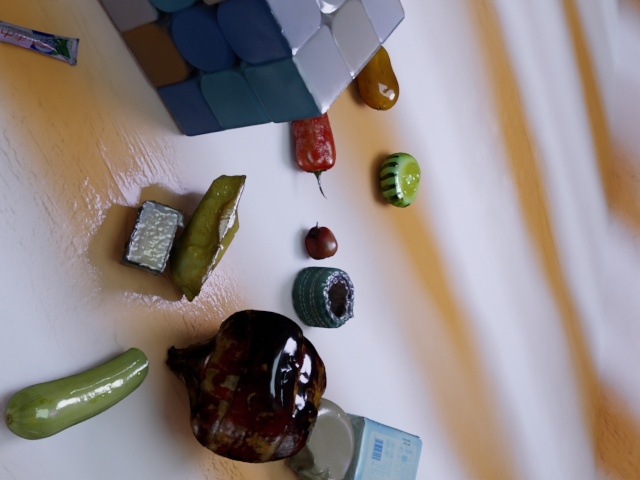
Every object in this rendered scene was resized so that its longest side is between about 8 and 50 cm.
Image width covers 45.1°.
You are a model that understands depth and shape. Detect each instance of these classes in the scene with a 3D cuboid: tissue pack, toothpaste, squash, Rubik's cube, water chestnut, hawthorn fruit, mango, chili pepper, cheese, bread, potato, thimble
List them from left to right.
[{"bbox_3d":[-0.444,-0.308,1.183,0.170,0.028,0.045,4,92,-54],"label":"toothpaste"},{"bbox_3d":[-0.377,0.241,1.208,0.250,0.083,0.083,-19,103,-51],"label":"squash"},{"bbox_3d":[-0.289,-0.004,1.319,0.086,0.061,0.122,23,68,-21],"label":"potato"},{"bbox_3d":[-0.203,-0.011,1.381,0.088,0.161,0.233,30,67,-15],"label":"bread"},{"bbox_3d":[-0.126,0.257,1.388,0.289,0.244,0.289,14,73,-56],"label":"water chestnut"},{"bbox_3d":[-0.115,-0.424,1.338,0.347,0.344,0.346,-52,126,-36],"label":"Rubik's cube"},{"bbox_3d":[-0.011,0.418,1.633,0.175,0.091,0.202,-54,126,-36],"label":"cheese"},{"bbox_3d":[-0.008,-0.181,1.657,0.084,0.086,0.192,0,78,-78],"label":"chili pepper"},{"bbox_3d":[0.001,0.006,1.677,0.077,0.077,0.077,2,87,-50],"label":"hawthorn fruit"},{"bbox_3d":[0.009,0.123,1.665,0.118,0.090,0.135,-26,111,-45],"label":"thimble"},{"bbox_3d":[0.129,-0.385,1.836,0.105,0.084,0.159,-4,72,-35],"label":"mango"},{"bbox_3d":[0.130,0.518,1.803,0.263,0.089,0.177,32,66,-48],"label":"tissue pack"},{"bbox_3d":[0.195,-0.150,1.910,0.130,0.071,0.139,4,84,-53],"label":"bread"}]
